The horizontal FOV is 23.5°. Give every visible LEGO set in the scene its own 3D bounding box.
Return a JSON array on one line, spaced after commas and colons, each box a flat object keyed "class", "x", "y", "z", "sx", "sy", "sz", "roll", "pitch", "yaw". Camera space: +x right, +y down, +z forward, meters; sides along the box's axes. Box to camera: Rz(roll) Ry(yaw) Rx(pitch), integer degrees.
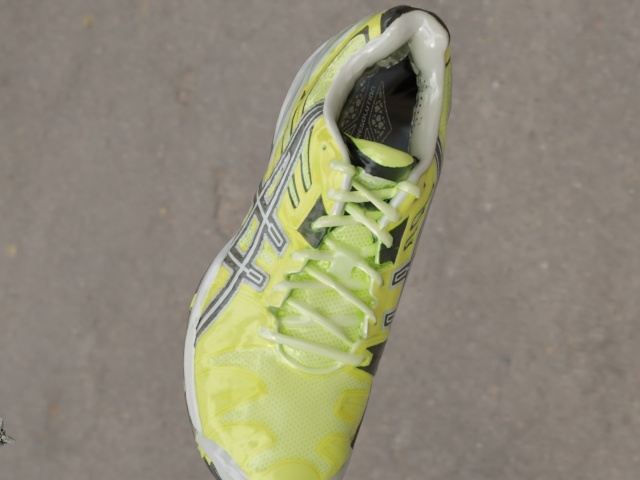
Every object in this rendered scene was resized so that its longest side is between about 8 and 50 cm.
[{"class": "LEGO set", "x": -0.325, "y": 0.180, "z": 1.513, "sx": 0.023, "sy": 0.083, "sz": 0.054, "roll": -38, "pitch": 35, "yaw": -19}]

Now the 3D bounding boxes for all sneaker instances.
[{"class": "sneaker", "x": 0.000, "y": 0.000, "z": 1.086, "sx": 0.147, "sy": 0.145, "sz": 0.384, "roll": 129, "pitch": 155, "yaw": -68}]
